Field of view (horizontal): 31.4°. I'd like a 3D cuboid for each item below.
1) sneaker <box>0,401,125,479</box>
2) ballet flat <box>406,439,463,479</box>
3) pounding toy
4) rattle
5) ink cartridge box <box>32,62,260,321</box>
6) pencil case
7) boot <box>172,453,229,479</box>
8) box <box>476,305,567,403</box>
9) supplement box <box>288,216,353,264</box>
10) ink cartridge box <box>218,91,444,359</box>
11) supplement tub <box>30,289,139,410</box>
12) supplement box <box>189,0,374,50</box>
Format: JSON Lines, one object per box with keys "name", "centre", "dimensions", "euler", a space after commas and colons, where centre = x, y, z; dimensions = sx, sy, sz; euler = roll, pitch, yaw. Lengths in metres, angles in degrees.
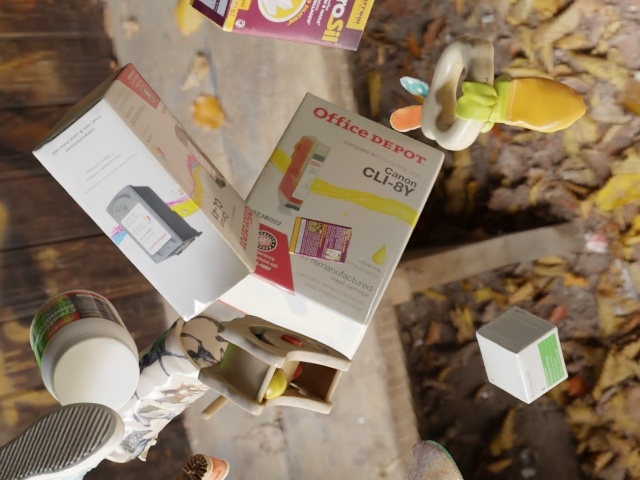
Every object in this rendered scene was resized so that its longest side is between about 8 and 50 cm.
{"name": "sneaker", "centre": [-0.485, 0.410, 2.121], "dimensions": [0.366, 0.150, 0.135], "euler": [-26, 56, 23]}
{"name": "ballet flat", "centre": [0.185, 0.467, 1.771], "dimensions": [0.108, 0.106, 0.315], "euler": [-3, 111, 43]}
{"name": "pounding toy", "centre": [-0.064, 0.194, 1.469], "dimensions": [0.154, 0.269, 0.154], "euler": [24, 95, 11]}
{"name": "rattle", "centre": [0.180, -0.156, 1.283], "dimensions": [0.200, 0.143, 0.130], "euler": [141, 116, -70]}
{"name": "ink cartridge box", "centre": [-0.226, -0.072, 1.568], "dimensions": [0.131, 0.226, 0.306], "euler": [-37, 107, 12]}
{"name": "pencil case", "centre": [-0.342, 0.319, 2.448], "dimensions": [0.410, 0.184, 0.159], "euler": [-42, 36, 31]}
{"name": "boot", "centre": [-0.229, 0.445, 2.036], "dimensions": [0.158, 0.085, 0.059], "euler": [-46, 61, 16]}
{"name": "box", "centre": [0.312, 0.176, 1.763], "dimensions": [0.102, 0.087, 0.101], "euler": [29, 143, 55]}
{"name": "supplement box", "centre": [0.000, 0.000, 1.623], "dimensions": [0.043, 0.083, 0.054], "euler": [144, 139, -88]}
{"name": "ink cartridge box", "centre": [0.012, -0.031, 1.966], "dimensions": [0.279, 0.384, 0.160], "euler": [25, 149, 3]}
{"name": "supplement tub", "centre": [-0.476, 0.225, 2.302], "dimensions": [0.272, 0.191, 0.191], "euler": [-142, 53, -63]}
{"name": "supplement box", "centre": [-0.035, -0.278, 1.246], "dimensions": [0.081, 0.188, 0.104], "euler": [41, 120, 43]}
